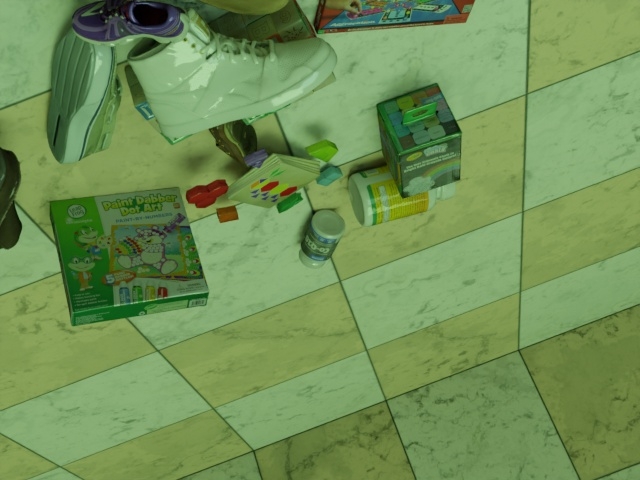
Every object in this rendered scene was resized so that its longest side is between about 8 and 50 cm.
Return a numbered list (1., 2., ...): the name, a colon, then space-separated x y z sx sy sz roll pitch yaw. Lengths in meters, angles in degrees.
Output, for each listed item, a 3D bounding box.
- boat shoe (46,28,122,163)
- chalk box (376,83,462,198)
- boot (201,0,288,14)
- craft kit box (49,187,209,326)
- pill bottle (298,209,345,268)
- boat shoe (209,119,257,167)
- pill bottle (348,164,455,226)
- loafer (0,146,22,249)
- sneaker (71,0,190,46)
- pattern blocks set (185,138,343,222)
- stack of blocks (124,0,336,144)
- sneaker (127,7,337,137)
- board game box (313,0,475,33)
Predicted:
1. boat shoe: -0.361 -0.232 1.409 0.094 0.109 0.302 -22 163 -34
2. chalk box: 0.192 -0.205 1.748 0.132 0.132 0.213 -18 149 -3
3. boot: -0.207 -0.367 1.250 0.236 0.089 0.269 12 -172 29
4. craft kit box: -0.355 0.024 1.666 0.249 0.247 0.061 -9 145 -21
5. pill bottle: 0.000 0.000 2.017 0.078 0.078 0.137 -6 147 -24
6. boat shoe: -0.159 -0.188 1.638 0.060 0.064 0.178 9 163 15
7. pill bottle: 0.174 -0.108 1.907 0.208 0.118 0.118 -15 150 -11
8. loafer: -0.576 -0.051 1.543 0.130 0.134 0.366 -1 155 -38
9. sneaker: -0.266 -0.310 1.233 0.169 0.068 0.071 0 174 12
10. pattern blocks set: -0.093 -0.116 1.755 0.285 0.026 0.325 -29 164 12
11. stack of blocks: -0.144 -0.271 1.469 0.297 0.087 0.171 -25 150 8
12. sneaker: -0.133 -0.269 1.312 0.292 0.108 0.169 -20 130 6
13. board game box: 0.135 -0.409 1.477 0.281 0.027 0.145 -9 147 -19
